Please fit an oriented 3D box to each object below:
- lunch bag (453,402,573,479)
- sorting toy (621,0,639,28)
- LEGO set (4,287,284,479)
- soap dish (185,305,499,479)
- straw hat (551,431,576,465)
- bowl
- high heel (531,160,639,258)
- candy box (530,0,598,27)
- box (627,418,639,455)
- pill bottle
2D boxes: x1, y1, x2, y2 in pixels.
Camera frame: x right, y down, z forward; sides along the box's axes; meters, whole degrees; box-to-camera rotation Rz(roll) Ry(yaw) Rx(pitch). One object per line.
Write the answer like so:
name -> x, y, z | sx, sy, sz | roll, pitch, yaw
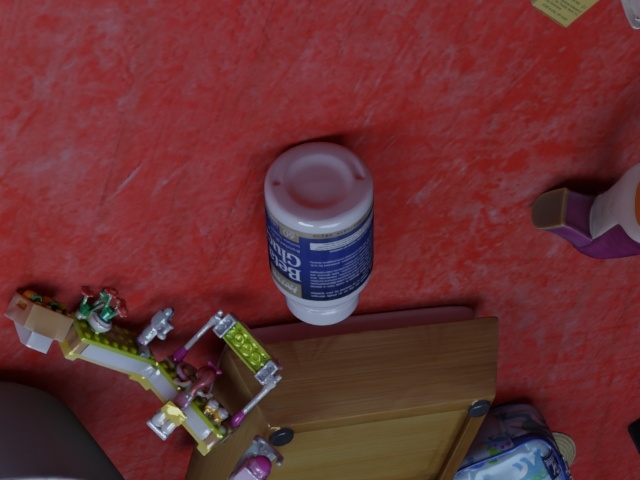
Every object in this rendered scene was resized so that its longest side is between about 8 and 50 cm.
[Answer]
lunch bag -> 0.172, 0.288, 2.089 | 0.219, 0.090, 0.176 | -21, 125, 2
sorting toy -> 0.287, -0.224, 1.542 | 0.075, 0.045, 0.083 | -16, 145, -19
LEGO set -> -0.138, 0.102, 1.699 | 0.287, 0.132, 0.107 | 40, 110, -13
soap dish -> 0.026, 0.181, 1.885 | 0.291, 0.118, 0.229 | -6, 143, -22
straw hat -> 0.247, 0.287, 2.190 | 0.144, 0.061, 0.144 | -13, 145, -10
bowl -> -0.325, 0.244, 1.753 | 0.311, 0.163, 0.311 | -14, 145, -10
high heel -> 0.310, -0.017, 1.716 | 0.117, 0.082, 0.244 | 16, 163, -32
candy box -> 0.220, -0.261, 1.396 | 0.187, 0.109, 0.053 | -39, 141, 23
box -> 0.529, 0.202, 2.220 | 0.270, 0.060, 0.216 | -37, 143, 22
pill bottle -> 0.000, 0.000, 1.648 | 0.094, 0.094, 0.169 | -14, 144, -9
